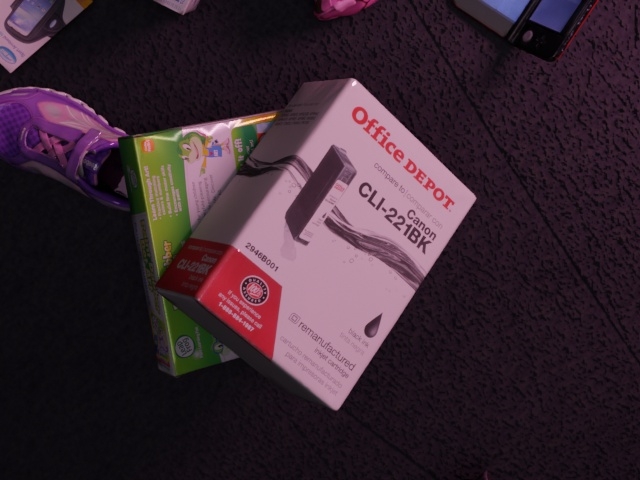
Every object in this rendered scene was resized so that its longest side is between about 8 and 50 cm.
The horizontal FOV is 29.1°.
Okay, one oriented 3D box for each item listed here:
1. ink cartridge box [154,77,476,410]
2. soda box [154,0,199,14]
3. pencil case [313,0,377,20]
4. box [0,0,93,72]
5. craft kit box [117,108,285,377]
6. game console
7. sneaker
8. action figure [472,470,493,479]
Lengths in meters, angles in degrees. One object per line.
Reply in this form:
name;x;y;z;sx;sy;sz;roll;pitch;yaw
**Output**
ink cartridge box;0.000;0.000;1.241;0.197;0.114;0.273;41;74;-25
soda box;-0.244;-0.338;1.270;0.286;0.098;0.091;26;103;-4
pencil case;0.000;-0.335;1.278;0.095;0.098;0.209;-20;99;2
box;-0.319;-0.241;1.304;0.136;0.028;0.081;-41;127;3
craft kit box;-0.071;-0.007;1.298;0.246;0.061;0.250;-13;99;-29
game console;0.230;-0.280;1.301;0.085;0.124;0.144;29;98;-32
sneaker;-0.255;-0.093;1.307;0.236;0.104;0.095;23;99;-4
action figure;0.082;0.361;1.388;0.285;0.099;0.185;-29;107;7
